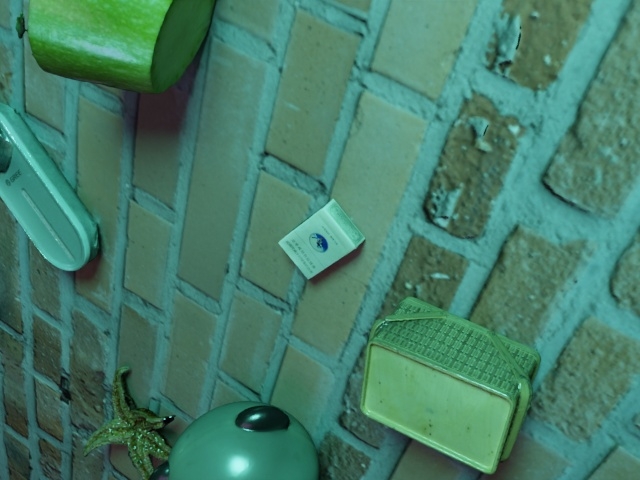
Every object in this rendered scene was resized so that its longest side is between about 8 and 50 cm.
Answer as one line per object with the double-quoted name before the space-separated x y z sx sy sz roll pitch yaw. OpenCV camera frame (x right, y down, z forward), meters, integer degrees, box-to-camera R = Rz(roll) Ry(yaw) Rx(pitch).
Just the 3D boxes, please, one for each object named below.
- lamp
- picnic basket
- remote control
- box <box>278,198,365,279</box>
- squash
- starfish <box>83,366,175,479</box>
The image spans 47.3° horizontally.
"lamp" -0.081 0.313 0.912 0.198 0.197 0.244 -11 127 38
"picnic basket" 0.125 0.141 0.724 0.164 0.079 0.115 23 130 22
"remote control" -0.374 -0.071 0.948 0.104 0.052 0.247 -25 102 40
"box" 0.000 0.000 0.757 0.054 0.024 0.083 52 134 -2
"squash" -0.178 -0.211 0.659 0.123 0.170 0.170 27 131 2
"starfish" -0.288 0.292 1.121 0.238 0.057 0.213 -15 101 35
